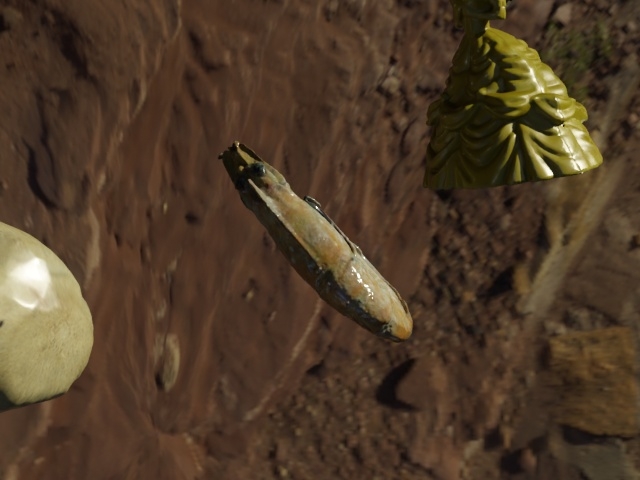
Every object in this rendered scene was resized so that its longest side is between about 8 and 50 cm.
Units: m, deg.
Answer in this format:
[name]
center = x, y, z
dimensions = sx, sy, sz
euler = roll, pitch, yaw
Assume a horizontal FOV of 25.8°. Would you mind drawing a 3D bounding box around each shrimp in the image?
[shrimp]
center = 0.000, 0.000, 1.192
dimensions = 0.047, 0.126, 0.223
euler = -43, 87, 15

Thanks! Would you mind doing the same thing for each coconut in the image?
[coconut]
center = -0.332, 0.074, 1.320
dimensions = 0.224, 0.224, 0.224
euler = 1, 82, -7

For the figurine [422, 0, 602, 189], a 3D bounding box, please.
[figurine]
center = 0.163, -0.218, 1.368
dimensions = 0.168, 0.187, 0.315
euler = -11, 98, -12
